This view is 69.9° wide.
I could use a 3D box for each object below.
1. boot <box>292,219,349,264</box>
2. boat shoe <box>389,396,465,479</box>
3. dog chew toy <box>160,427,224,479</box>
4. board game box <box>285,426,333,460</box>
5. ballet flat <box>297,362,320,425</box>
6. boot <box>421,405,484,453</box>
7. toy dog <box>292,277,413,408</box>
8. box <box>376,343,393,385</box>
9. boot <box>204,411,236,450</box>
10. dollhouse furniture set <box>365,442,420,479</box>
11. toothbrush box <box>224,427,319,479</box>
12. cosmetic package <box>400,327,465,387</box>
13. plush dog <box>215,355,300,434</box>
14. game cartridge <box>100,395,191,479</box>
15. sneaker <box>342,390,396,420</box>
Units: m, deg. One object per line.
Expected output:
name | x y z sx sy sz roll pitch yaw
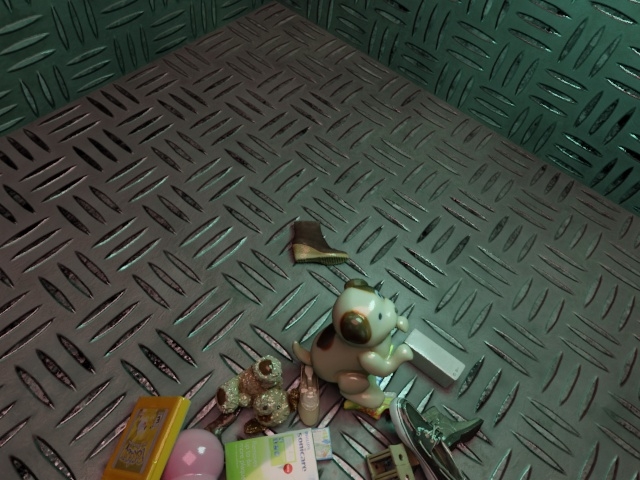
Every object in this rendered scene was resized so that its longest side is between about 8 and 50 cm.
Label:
boot | 0.000 0.000 2.013 0.249 0.090 0.206 2 59 -3
boat shoe | 0.361 0.663 1.520 0.121 0.119 0.335 -20 73 -52
dog chew toy | -0.388 0.747 1.370 0.207 0.206 0.331 -4 46 -12
board game box | -0.041 0.707 1.578 0.154 0.026 0.103 -2 57 -10
ballet flat | -0.042 0.535 1.659 0.086 0.086 0.248 2 57 -8
boot | 0.464 0.654 1.654 0.247 0.083 0.161 -9 34 -36
toy dog | 0.123 0.314 1.564 0.396 0.407 0.284 18 44 5
box | 0.204 0.465 1.766 0.109 0.042 0.178 22 56 7
boot | -0.324 0.644 1.573 0.114 0.037 0.106 -35 70 -32
dollhouse furniture set | 0.277 0.767 1.553 0.184 0.129 0.128 11 51 -39
toothbrush box | -0.150 0.738 1.461 0.284 0.122 0.206 -8 58 -4
cosmetic package | 0.422 0.454 1.765 0.231 0.117 0.085 38 59 14
plush dog | -0.197 0.543 1.598 0.263 0.210 0.225 -35 81 3
game cartridge | -0.553 0.644 1.411 0.053 0.285 0.323 42 49 -30
sneaker | 0.183 0.601 1.652 0.209 0.081 0.094 -1 59 -10
